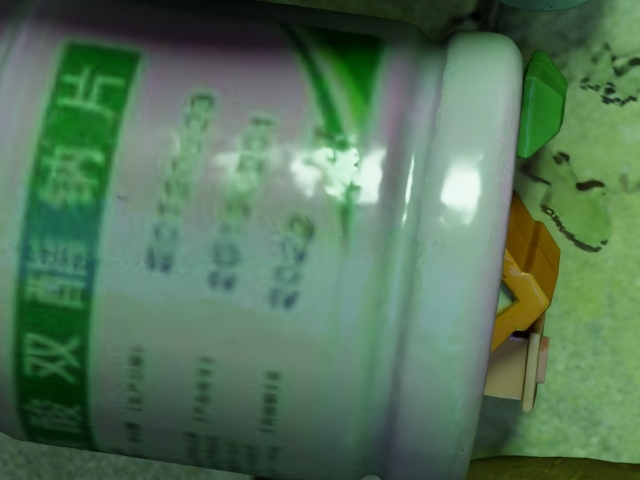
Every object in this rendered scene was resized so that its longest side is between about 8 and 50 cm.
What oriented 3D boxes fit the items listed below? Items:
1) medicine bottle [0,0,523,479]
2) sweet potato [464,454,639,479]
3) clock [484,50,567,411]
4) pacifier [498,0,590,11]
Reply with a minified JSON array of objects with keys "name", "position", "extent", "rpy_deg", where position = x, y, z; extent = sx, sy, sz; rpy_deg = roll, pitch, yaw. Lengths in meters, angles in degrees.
[{"name":"medicine bottle","position":[-0.082,-0.010,0.747],"extent":[0.325,0.212,0.212],"rpy_deg":[9,111,3]},{"name":"sweet potato","position":[0.214,0.132,0.915],"extent":[0.346,0.079,0.108],"rpy_deg":[-22,91,15]},{"name":"clock","position":[0.000,0.000,0.899],"extent":[0.255,0.106,0.220],"rpy_deg":[7,110,10]},{"name":"pacifier","position":[0.093,-0.182,0.812],"extent":[0.127,0.116,0.150],"rpy_deg":[12,114,22]}]
